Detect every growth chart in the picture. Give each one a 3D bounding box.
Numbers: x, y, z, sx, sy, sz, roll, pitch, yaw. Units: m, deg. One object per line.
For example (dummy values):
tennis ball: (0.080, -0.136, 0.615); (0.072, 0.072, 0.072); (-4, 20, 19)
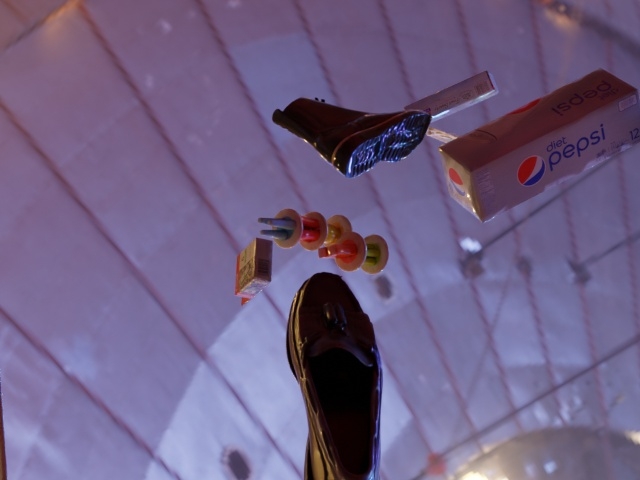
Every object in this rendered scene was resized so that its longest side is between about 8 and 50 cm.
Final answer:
growth chart: (0.266, -0.147, 2.366); (0.172, 0.021, 0.237); (22, -176, -23)

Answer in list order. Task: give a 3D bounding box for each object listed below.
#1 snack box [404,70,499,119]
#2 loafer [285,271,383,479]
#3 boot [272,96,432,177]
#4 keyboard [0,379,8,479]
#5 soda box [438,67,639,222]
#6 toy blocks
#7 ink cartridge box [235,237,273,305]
snack box: (0.207, -0.220, 2.243); (0.100, 0.141, 0.037); (-11, -102, -78)
loafer: (0.026, 0.155, 1.558); (0.109, 0.095, 0.302); (2, -125, -11)
boot: (0.046, -0.161, 1.903); (0.137, 0.076, 0.198); (34, -148, 26)
keyboard: (-0.308, 0.164, 1.330); (0.014, 0.072, 0.256); (-12, -71, -35)
soda box: (0.318, -0.139, 2.050); (0.098, 0.286, 0.091); (46, 158, 54)
toy blocks: (0.000, 0.000, 1.841); (0.123, 0.054, 0.148); (30, -165, 39)
ink cartridge box: (-0.102, 0.046, 2.037); (0.029, 0.115, 0.062); (12, -116, -22)
